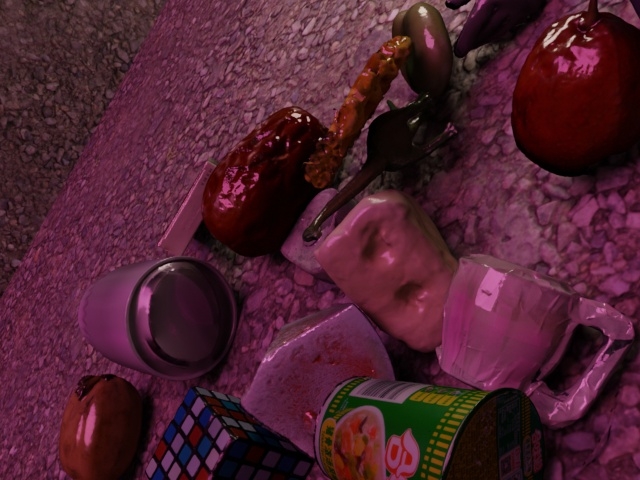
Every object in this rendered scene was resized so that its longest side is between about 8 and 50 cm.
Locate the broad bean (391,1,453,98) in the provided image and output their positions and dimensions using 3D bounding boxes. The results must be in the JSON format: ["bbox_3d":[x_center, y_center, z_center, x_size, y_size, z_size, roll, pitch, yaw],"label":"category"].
[{"bbox_3d":[0.189,-0.350,1.235,0.100,0.169,0.228,-6,18,4],"label":"broad bean"}]

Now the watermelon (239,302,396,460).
[{"bbox_3d":[-0.007,0.216,0.999,0.320,0.213,0.290,58,139,38],"label":"watermelon"}]

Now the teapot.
[{"bbox_3d":[0.260,0.128,0.867,0.163,0.221,0.178,-31,-39,-86],"label":"teapot"}]

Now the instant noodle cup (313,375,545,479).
[{"bbox_3d":[0.116,0.256,0.816,0.232,0.207,0.207,5,71,47],"label":"instant noodle cup"}]

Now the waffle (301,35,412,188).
[{"bbox_3d":[0.057,-0.211,1.133,0.312,0.060,0.307,-57,0,37],"label":"waffle"}]

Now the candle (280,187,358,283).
[{"bbox_3d":[0.000,0.000,1.297,0.168,0.068,0.192,-29,43,38],"label":"candle"}]

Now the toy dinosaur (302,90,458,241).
[{"bbox_3d":[0.082,-0.141,1.173,0.300,0.087,0.447,-36,17,6],"label":"toy dinosaur"}]

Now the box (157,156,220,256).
[{"bbox_3d":[-0.296,-0.091,1.598,0.214,0.069,0.353,-59,14,3],"label":"box"}]

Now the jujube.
[{"bbox_3d":[-0.104,-0.117,1.370,0.318,0.223,0.223,-52,37,0],"label":"jujube"}]

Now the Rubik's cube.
[{"bbox_3d":[-0.158,0.382,1.139,0.182,0.187,0.184,32,94,53],"label":"Rubik's cube"}]

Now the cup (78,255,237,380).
[{"bbox_3d":[-0.375,0.166,1.490,0.371,0.253,0.253,-5,64,52],"label":"cup"}]

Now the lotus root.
[{"bbox_3d":[-0.504,0.463,1.517,0.182,0.182,0.310,-19,56,42],"label":"lotus root"}]

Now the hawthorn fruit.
[{"bbox_3d":[0.345,-0.214,0.888,0.189,0.251,0.190,-8,41,7],"label":"hawthorn fruit"}]

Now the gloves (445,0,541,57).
[{"bbox_3d":[0.316,-0.440,1.158,0.286,0.142,0.119,-56,9,9],"label":"gloves"}]

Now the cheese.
[{"bbox_3d":[0.124,0.041,1.047,0.173,0.251,0.248,-44,5,13],"label":"cheese"}]

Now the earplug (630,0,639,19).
[{"bbox_3d":[0.407,-0.323,0.697,0.215,0.455,0.215,-25,52,36],"label":"earplug"}]
